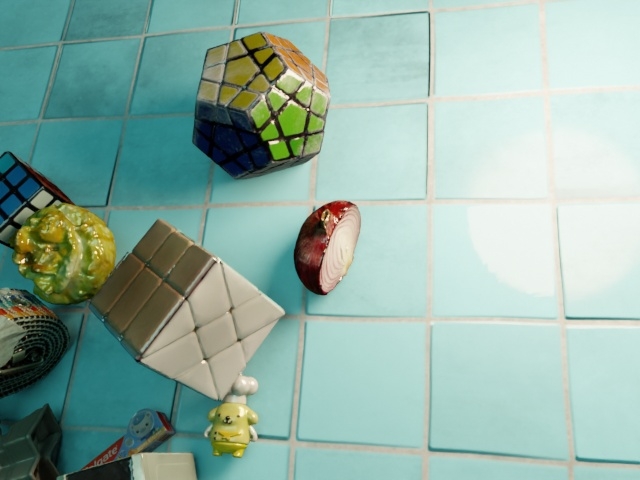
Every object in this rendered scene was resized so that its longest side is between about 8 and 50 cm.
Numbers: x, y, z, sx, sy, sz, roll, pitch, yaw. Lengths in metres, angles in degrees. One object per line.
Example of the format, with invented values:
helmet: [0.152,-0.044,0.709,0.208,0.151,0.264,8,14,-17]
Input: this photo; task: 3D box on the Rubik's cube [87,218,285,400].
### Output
Rubik's cube: [-0.253,0.129,1.160,0.225,0.231,0.221,28,77,44]

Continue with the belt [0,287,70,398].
belt: [-0.647,0.208,1.234,0.150,0.257,0.207,33,106,22]

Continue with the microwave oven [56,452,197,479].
microwave oven: [-0.315,0.533,1.040,0.181,0.237,0.295,-18,68,6]

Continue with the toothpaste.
toothpaste: [-0.388,0.411,1.210,0.193,0.044,0.070,-38,65,-4]

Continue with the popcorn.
popcorn: [-0.547,0.028,1.321,0.204,0.183,0.221,-31,79,-4]

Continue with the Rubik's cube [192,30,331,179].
Rubik's cube: [-0.126,-0.279,1.295,0.319,0.319,0.264,19,47,19]

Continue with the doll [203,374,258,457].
doll: [-0.170,0.333,1.181,0.106,0.062,0.162,1,68,8]

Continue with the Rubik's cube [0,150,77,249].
Rubik's cube: [-0.686,-0.079,1.403,0.160,0.163,0.162,39,84,23]

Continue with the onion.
onion: [0.000,0.000,1.233,0.098,0.151,0.206,9,55,31]

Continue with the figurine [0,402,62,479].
figurine: [-0.662,0.461,1.187,0.285,0.167,0.342,-18,45,-3]
